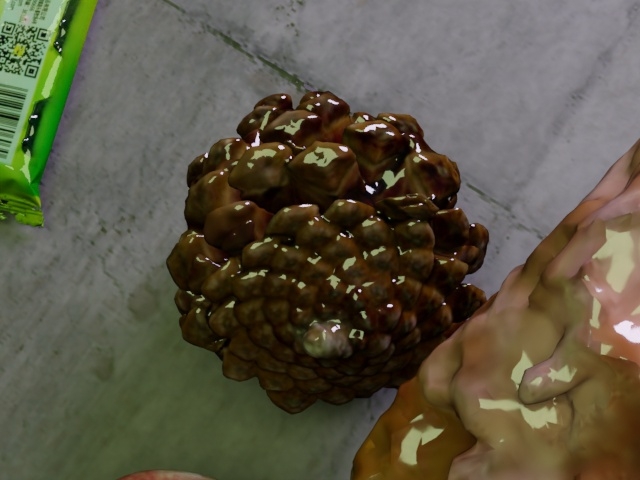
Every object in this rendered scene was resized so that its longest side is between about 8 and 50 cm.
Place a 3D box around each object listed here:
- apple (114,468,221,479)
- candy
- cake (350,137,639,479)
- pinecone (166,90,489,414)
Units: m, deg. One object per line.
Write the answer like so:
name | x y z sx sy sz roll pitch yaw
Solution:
apple | -0.069 0.186 0.598 0.146 0.131 0.146 1 75 -5
candy | -0.189 -0.102 0.739 0.102 0.032 0.178 11 79 15
cake | 0.187 0.124 0.492 0.314 0.293 0.307 -47 72 2
pinecone | 0.000 0.000 0.627 0.174 0.173 0.173 -2 76 8
